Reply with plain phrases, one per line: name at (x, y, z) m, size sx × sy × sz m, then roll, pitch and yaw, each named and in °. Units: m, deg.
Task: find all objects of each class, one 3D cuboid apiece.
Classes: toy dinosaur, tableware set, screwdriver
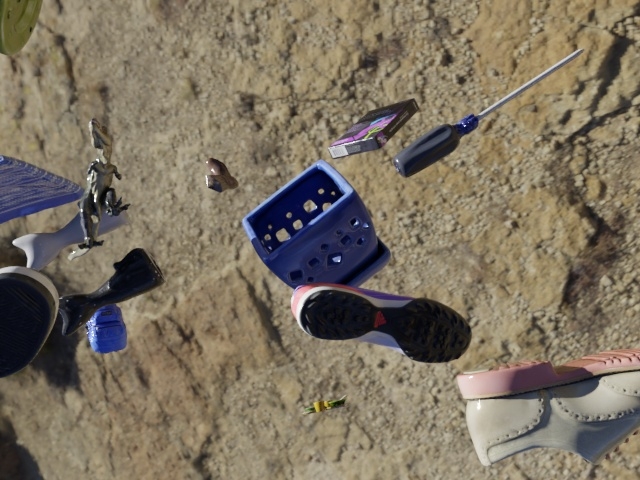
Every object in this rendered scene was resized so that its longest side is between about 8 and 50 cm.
toy dinosaur at (-0.351, -0.051, 1.104) m, size 0.118 × 0.064 × 0.268 m, roll 53°, pitch 129°, yaw 47°
tableware set at (0.010, 0.346, 1.481) m, size 0.154 × 0.103 × 0.024 m, roll 80°, pitch 178°, yaw -77°
screwdriver at (0.127, -0.099, 0.521) m, size 0.169 × 0.025 × 0.024 m, roll -35°, pitch 68°, yaw 1°

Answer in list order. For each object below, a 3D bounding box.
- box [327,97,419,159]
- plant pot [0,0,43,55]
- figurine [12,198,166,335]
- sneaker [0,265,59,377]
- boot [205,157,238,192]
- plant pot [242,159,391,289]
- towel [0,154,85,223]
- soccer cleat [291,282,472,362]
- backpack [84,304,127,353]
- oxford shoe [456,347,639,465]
box at (0.101, -0.212, 1.329) m, size 0.116 × 0.162 × 0.029 m, roll -7°, pitch 118°, yaw 43°
plant pot at (-0.775, -0.549, 1.441) m, size 0.352 × 0.367 × 0.367 m, roll 17°, pitch 126°, yaw -10°
figurine at (-0.431, 0.039, 1.301) m, size 0.215 × 0.209 × 0.092 m, roll 60°, pitch 171°, yaw -2°
sneaker at (-0.368, 0.092, 0.801) m, size 0.295 × 0.178 × 0.123 m, roll -39°, pitch 112°, yaw 25°
boot at (-0.253, -0.155, 1.670) m, size 0.106 × 0.114 × 0.037 m, roll 40°, pitch 110°, yaw 7°
plant pot at (0.000, 0.000, 1.499) m, size 0.212 × 0.236 × 0.236 m, roll 53°, pitch 179°, yaw -30°
towel at (-0.606, -0.082, 1.298) m, size 0.243 × 0.336 × 0.040 m, roll -16°, pitch 84°, yaw 3°
soccer cleat at (0.104, 0.129, 1.184) m, size 0.116 × 0.318 × 0.109 m, roll -141°, pitch 64°, yaw -71°
backpack at (-0.537, 0.218, 1.757) m, size 0.120 × 0.097 × 0.101 m, roll -123°, pitch 29°, yaw -47°
oxford shoe at (0.399, 0.231, 0.985) m, size 0.396 × 0.140 × 0.147 m, roll -8°, pitch 81°, yaw 8°
